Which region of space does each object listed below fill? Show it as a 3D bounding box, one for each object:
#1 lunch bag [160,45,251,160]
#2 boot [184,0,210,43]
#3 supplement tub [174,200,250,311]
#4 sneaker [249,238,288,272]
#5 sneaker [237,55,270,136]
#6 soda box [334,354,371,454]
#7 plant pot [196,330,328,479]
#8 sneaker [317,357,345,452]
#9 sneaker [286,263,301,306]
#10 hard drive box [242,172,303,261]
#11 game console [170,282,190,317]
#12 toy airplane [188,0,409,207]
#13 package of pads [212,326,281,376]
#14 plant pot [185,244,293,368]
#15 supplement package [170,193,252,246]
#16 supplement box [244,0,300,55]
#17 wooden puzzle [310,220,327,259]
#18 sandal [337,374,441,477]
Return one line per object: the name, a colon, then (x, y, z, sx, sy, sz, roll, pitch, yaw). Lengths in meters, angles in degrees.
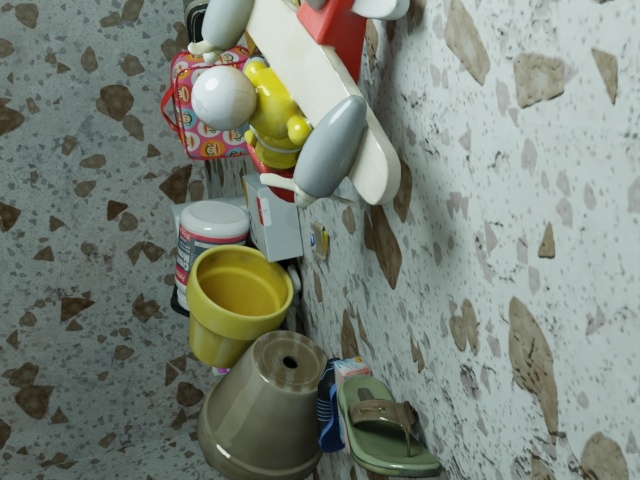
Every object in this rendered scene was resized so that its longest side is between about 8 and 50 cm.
lunch bag: (-0.285, -0.349, 1.974, 0.120, 0.258, 0.293, -115, 20, -46)
boot: (-0.289, -0.474, 2.156, 0.377, 0.138, 0.284, 101, 156, -66)
supplement tub: (-0.294, 0.046, 2.056, 0.191, 0.191, 0.272, -123, 38, -58)
sneaker: (-0.142, 0.060, 2.059, 0.276, 0.098, 0.135, -100, 26, -49)
sneaker: (-0.153, -0.346, 1.843, 0.258, 0.094, 0.091, 114, 162, -60)
soda box: (0.067, 0.317, 1.461, 0.063, 0.058, 0.183, -130, 33, -64)
plant pot: (-0.105, 0.373, 1.790, 0.323, 0.323, 0.280, -114, 36, -44)
sneaker: (0.032, 0.349, 1.600, 0.090, 0.081, 0.232, -111, 24, -48)
sneaker: (-0.083, 0.122, 1.926, 0.152, 0.061, 0.053, 95, 161, -45)
hard drive box: (-0.121, -0.066, 1.878, 0.232, 0.089, 0.181, -143, 44, -70)
game console: (-0.293, 0.207, 2.262, 0.044, 0.361, 0.213, -2, -69, -67)
toy airplane: (-0.040, -0.226, 1.018, 0.386, 0.272, 0.384, 11, 116, 67)
package of pads: (-0.235, 0.257, 2.317, 0.101, 0.229, 0.296, -13, -88, -66)
plant pot: (-0.218, 0.180, 1.870, 0.254, 0.254, 0.239, -114, 35, -44)
supplement package: (-0.296, -0.015, 2.263, 0.199, 0.263, 0.198, -140, 41, -70)
supplement box: (-0.100, -0.445, 1.531, 0.233, 0.080, 0.078, 164, 93, -74)
wooden puzzle: (0.000, 0.000, 1.596, 0.116, 0.014, 0.078, -133, 39, -66)
sandal: (0.096, 0.281, 1.209, 0.303, 0.120, 0.086, -130, 46, -65)
